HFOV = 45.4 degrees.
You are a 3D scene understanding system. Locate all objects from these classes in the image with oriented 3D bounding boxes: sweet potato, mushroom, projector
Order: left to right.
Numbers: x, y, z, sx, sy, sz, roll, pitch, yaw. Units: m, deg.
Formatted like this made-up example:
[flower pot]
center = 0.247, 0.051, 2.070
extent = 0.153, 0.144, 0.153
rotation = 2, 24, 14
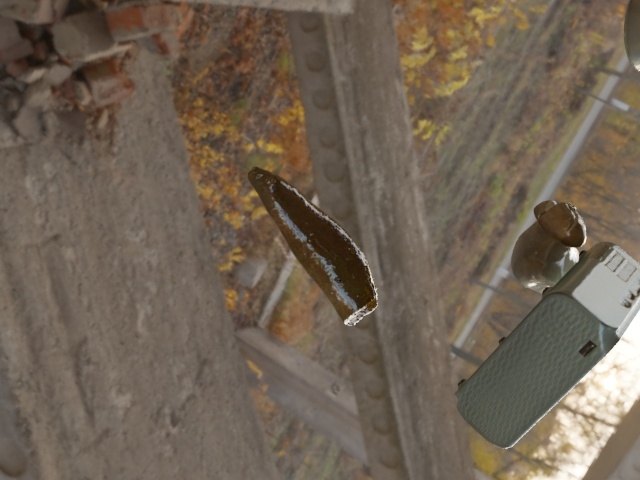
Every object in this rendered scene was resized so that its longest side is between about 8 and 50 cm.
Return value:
[sweet potato]
center = 0.000, 0.000, 0.933
extent = 0.077, 0.243, 0.077
rotation = -30, -163, 10
[projector]
center = 0.308, 0.134, 1.020
extent = 0.198, 0.108, 0.250
rotation = -28, 155, -49
[mushroom]
center = 0.340, 0.011, 1.125
extent = 0.093, 0.116, 0.225
rotation = -37, 145, -18

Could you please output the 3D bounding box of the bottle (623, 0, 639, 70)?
[bottle]
center = 0.548, -0.291, 1.015
extent = 0.120, 0.253, 0.120
rotation = -9, 102, -50
